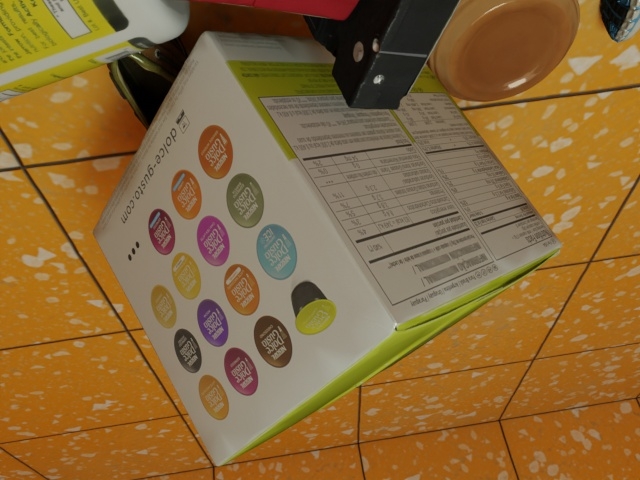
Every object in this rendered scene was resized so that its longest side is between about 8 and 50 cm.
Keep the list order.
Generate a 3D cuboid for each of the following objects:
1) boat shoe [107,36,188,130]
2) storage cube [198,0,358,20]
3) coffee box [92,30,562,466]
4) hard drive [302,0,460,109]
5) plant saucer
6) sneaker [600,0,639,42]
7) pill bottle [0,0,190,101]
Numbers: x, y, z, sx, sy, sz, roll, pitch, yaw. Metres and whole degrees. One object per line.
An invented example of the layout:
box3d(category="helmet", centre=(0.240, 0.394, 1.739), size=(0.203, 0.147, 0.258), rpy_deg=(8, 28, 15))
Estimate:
box3d(category="boat shoe", centre=(-0.175, -0.153, 0.770), size=(0.110, 0.104, 0.307), rpy_deg=(-22, 144, 14))
box3d(category="storage cube", centre=(-0.039, -0.300, 0.441), size=(0.183, 0.215, 0.193), rpy_deg=(-4, 162, -26))
box3d(category="coffee box", centre=(0.000, 0.000, 0.731), size=(0.338, 0.334, 0.337), rpy_deg=(-15, 157, -46))
box3d(category="hard drive", centre=(0.069, -0.311, 0.500), size=(0.064, 0.237, 0.339), rpy_deg=(-5, 145, -26))
box3d(category="plant saucer", centre=(0.239, -0.254, 0.795), size=(0.200, 0.037, 0.200), rpy_deg=(-7, 144, -5))
box3d(category="sneaker", centre=(0.396, -0.320, 0.720), size=(0.083, 0.071, 0.191), rpy_deg=(-13, 145, -7))
box3d(category="pill bottle", centre=(-0.308, -0.228, 0.561), size=(0.334, 0.188, 0.188), rpy_deg=(-16, 144, 8))
